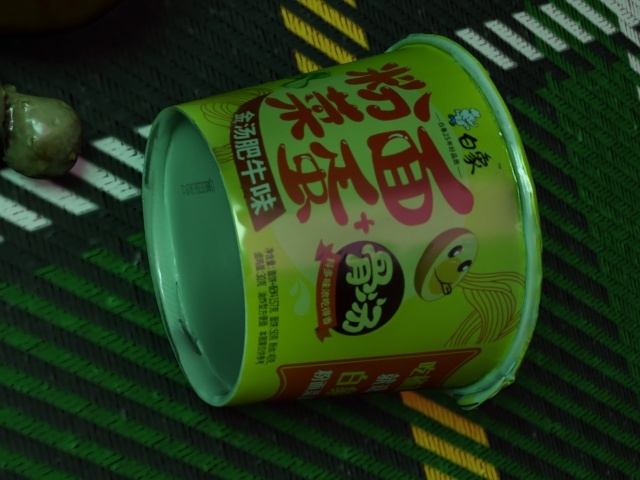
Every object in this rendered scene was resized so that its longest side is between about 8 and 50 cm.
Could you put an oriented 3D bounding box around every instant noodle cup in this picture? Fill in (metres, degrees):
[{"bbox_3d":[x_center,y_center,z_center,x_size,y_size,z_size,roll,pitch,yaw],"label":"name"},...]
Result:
[{"bbox_3d":[0.000,0.000,0.899,0.221,0.311,0.311,-10,92,-23],"label":"instant noodle cup"}]

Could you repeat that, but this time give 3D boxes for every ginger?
[{"bbox_3d":[-0.274,-0.099,0.840,0.204,0.080,0.104,11,94,-30],"label":"ginger"}]

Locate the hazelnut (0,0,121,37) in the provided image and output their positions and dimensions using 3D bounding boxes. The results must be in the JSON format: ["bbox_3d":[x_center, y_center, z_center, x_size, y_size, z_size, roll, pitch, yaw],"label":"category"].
[{"bbox_3d":[-0.233,-0.252,0.796,0.251,0.217,0.217,20,75,-8],"label":"hazelnut"}]
